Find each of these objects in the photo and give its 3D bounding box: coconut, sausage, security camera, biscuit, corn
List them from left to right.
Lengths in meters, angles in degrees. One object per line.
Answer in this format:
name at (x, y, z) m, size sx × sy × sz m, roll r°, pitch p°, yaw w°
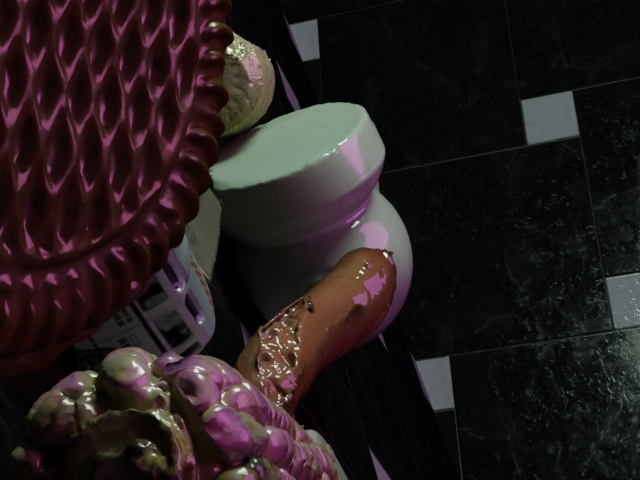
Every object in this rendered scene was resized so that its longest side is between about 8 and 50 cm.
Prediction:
biscuit at (-0.128, -0.068, 0.453) m, size 0.259 × 0.079 × 0.259 m, roll -9°, pitch 101°, yaw -54°
coconut at (-0.105, -0.160, 1.241) m, size 0.122 × 0.116 × 0.116 m, roll -66°, pitch 132°, yaw -81°
corn at (-0.054, 0.133, 0.674) m, size 0.335 × 0.126 × 0.127 m, roll 49°, pitch 19°, yaw -74°
sausage at (-0.010, 0.086, 1.031) m, size 0.304 × 0.078 × 0.078 m, roll -41°, pitch 110°, yaw -57°
security camera at (0.000, 0.000, 1.243) m, size 0.194 × 0.194 × 0.236 m, roll -98°, pitch 167°, yaw -65°

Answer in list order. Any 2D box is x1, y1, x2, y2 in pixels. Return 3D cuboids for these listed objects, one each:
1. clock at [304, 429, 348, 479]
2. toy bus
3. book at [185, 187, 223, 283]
clock at (0.002, 0.248, 0.948) m, size 0.191 × 0.062 × 0.151 m, roll -93°, pitch 159°, yaw -70°
toy bus at (-0.124, 0.002, 0.676) m, size 0.087 × 0.089 × 0.194 m, roll -103°, pitch 169°, yaw -53°
book at (-0.161, -0.109, 0.889) m, size 0.283 × 0.025 × 0.215 m, roll 56°, pitch 9°, yaw -16°
